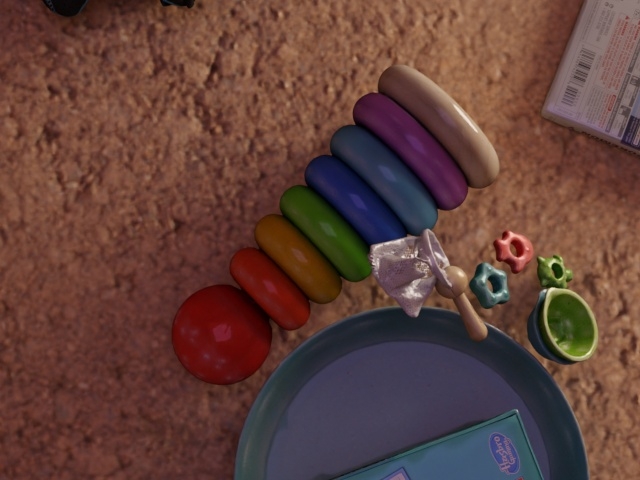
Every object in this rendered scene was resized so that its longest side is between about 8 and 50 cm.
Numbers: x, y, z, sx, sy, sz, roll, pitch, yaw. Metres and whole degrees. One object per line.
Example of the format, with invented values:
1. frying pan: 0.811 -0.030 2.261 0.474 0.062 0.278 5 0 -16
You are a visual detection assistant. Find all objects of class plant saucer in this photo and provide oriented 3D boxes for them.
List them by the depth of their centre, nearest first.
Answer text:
1. plant saucer: 0.081 0.217 1.282 0.318 0.044 0.317 1 81 -4

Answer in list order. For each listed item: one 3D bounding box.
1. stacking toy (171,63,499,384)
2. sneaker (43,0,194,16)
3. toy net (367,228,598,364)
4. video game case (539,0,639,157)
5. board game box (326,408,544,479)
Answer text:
1. stacking toy: 0.000 0.000 1.281 0.330 0.141 0.141 -44 86 -2
2. sneaker: -0.109 -0.294 1.336 0.341 0.125 0.139 -8 109 -8
3. toy net: 0.147 0.030 1.258 0.232 0.045 0.122 22 61 -29
4. video game case: 0.330 -0.176 1.376 0.183 0.023 0.201 22 79 0
5. board game box: 0.051 0.319 1.200 0.336 0.079 0.253 -19 81 -6
